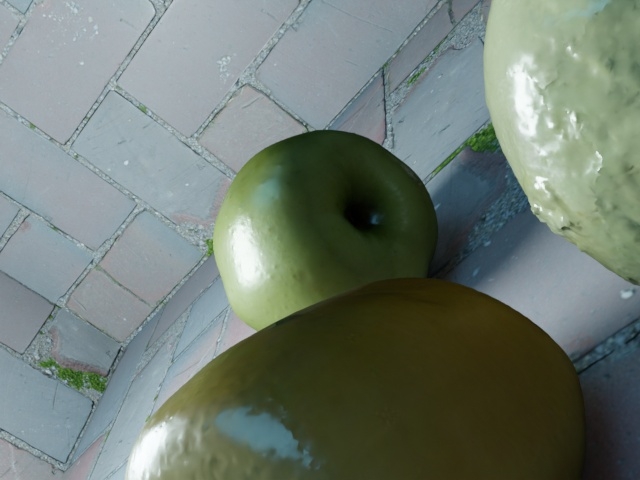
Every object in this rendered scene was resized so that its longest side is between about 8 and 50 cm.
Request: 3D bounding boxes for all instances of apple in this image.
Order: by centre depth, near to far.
[{"bbox_3d":[0.000,0.000,1.062,0.357,0.357,0.357,-46,18,20],"label":"apple"}]

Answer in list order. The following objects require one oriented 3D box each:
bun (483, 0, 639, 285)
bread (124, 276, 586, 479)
[{"bbox_3d":[0.302,-0.133,0.458,0.364,0.364,0.202,-51,-2,4],"label":"bun"},{"bbox_3d":[0.030,0.178,0.592,0.348,0.252,0.376,-21,-3,40],"label":"bread"}]
